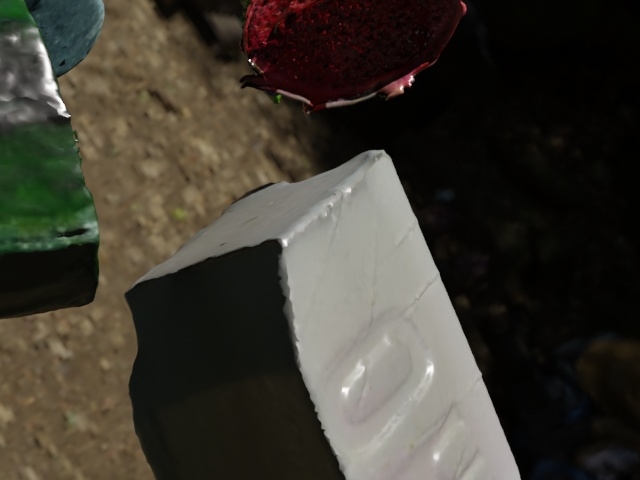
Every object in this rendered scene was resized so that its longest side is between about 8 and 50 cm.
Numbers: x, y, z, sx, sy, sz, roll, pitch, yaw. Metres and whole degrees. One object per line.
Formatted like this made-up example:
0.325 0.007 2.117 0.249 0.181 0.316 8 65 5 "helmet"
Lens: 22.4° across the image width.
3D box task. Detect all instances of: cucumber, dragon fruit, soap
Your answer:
-0.203 -0.039 0.864 0.130 0.191 0.191 -11 66 -23 "cucumber"
0.038 -0.235 1.683 0.161 0.274 0.126 47 8 -35 "dragon fruit"
0.006 0.172 1.617 0.350 0.213 0.435 -36 106 -54 "soap"

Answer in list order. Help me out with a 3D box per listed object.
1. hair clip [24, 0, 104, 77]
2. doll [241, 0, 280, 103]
-0.336 -0.213 1.155 0.238 0.318 0.392 31 45 9 "hair clip"
-0.080 -0.270 2.145 0.115 0.050 0.190 -127 -159 -69 "doll"
